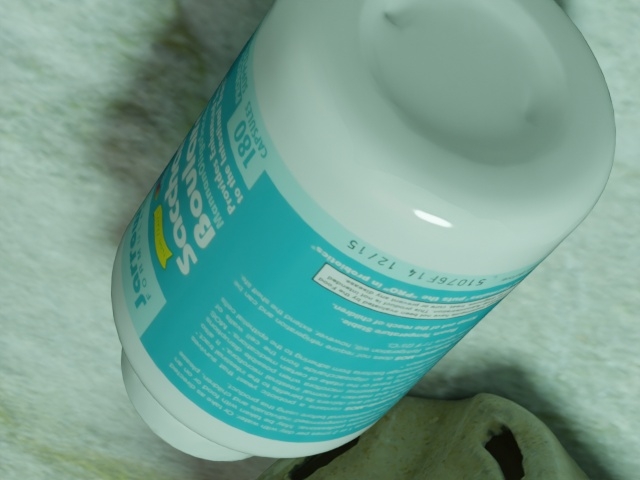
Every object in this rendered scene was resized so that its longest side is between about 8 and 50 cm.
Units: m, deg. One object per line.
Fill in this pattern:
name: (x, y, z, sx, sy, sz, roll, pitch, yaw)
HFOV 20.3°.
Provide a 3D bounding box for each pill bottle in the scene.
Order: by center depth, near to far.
pill bottle: (0.000, 0.000, 0.763, 0.146, 0.146, 0.264, 24, 141, -13)

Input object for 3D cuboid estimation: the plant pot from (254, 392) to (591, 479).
plant pot: (0.090, 0.261, 0.966, 0.333, 0.334, 0.305, -14, 124, 31)
